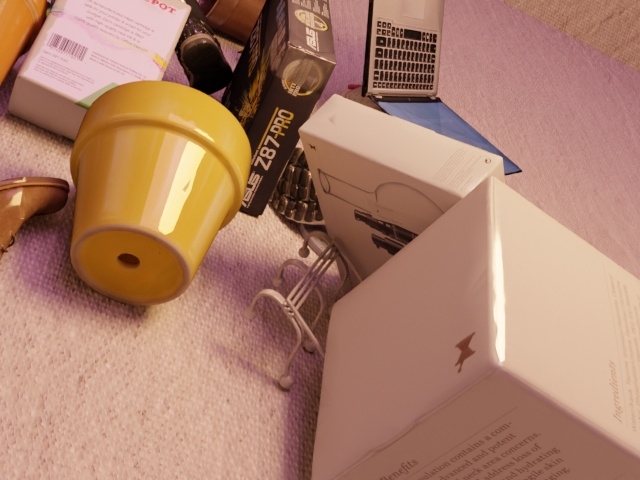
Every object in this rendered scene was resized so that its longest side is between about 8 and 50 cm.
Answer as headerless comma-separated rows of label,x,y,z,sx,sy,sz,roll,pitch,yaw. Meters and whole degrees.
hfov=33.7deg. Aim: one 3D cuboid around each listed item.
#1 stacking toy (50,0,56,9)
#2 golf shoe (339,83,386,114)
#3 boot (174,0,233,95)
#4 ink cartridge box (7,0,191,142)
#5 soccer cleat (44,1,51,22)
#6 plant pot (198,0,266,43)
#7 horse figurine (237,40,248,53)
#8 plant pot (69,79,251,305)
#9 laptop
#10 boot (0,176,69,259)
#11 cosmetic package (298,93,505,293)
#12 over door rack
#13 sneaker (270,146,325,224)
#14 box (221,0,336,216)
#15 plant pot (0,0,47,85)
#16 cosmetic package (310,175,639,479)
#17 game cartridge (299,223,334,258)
stacking toy,-0.374,-0.342,1.882,0.166,0.175,0.302,3,54,-30
golf shoe,0.094,-0.251,2.213,0.140,0.115,0.306,21,22,-2
boot,-0.237,-0.380,1.953,0.236,0.085,0.178,80,-14,-76
ink cartridge box,-0.356,-0.299,1.723,0.201,0.117,0.278,24,58,-13
soccer cleat,-0.517,-0.402,1.886,0.072,0.060,0.179,-3,37,-13
plant pot,-0.163,-0.505,2.300,0.165,0.167,0.167,27,29,-25
horse figurine,-0.070,-0.394,2.137,0.066,0.263,0.174,-13,68,-31
plant pot,-0.238,-0.052,1.467,0.254,0.254,0.239,23,46,-15
laptop,0.270,-0.344,2.184,0.236,0.408,0.382,8,10,26
boot,-0.438,-0.017,1.385,0.305,0.112,0.115,-19,87,-59
cosmetic package,0.137,-0.010,1.552,0.284,0.377,0.097,27,61,33
over door rack,0.045,0.161,1.548,0.324,0.108,0.239,46,30,-4
sneaker,0.052,-0.069,1.836,0.330,0.129,0.147,21,3,25
box,-0.082,-0.278,1.857,0.097,0.318,0.395,21,32,-16
plant pot,-0.542,-0.324,1.638,0.205,0.205,0.188,19,47,-22
cosmetic package,0.248,0.206,1.325,0.394,0.329,0.327,33,38,-20
game cartridge,0.000,0.000,1.821,0.056,0.017,0.083,3,40,-46
